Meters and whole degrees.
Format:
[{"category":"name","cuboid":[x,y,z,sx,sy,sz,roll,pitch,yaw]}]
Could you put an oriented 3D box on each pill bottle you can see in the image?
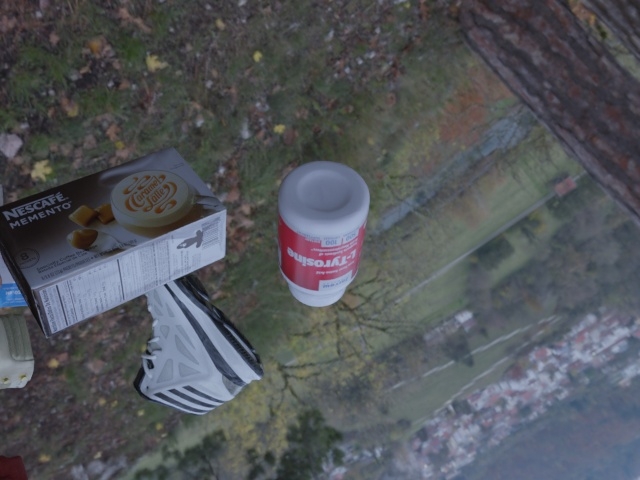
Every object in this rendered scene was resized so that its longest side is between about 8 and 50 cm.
[{"category":"pill bottle","cuboid":[0.000,0.000,1.770,0.229,0.229,0.407,-19,146,-17]}]

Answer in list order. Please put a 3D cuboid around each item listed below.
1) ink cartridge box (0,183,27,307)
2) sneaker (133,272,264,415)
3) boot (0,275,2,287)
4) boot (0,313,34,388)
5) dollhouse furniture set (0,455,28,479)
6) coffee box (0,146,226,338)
[{"category":"ink cartridge box","cuboid":[-0.459,0.003,1.011,0.062,0.181,0.104,-3,-174,-18]},{"category":"sneaker","cuboid":[-0.355,0.197,1.450,0.257,0.447,0.169,-39,180,2]},{"category":"boot","cuboid":[-0.465,-0.036,0.795,0.109,0.220,0.283,-17,150,-50]},{"category":"boot","cuboid":[-0.536,0.229,0.981,0.095,0.261,0.203,-17,161,33]},{"category":"dollhouse furniture set","cuboid":[-0.452,0.363,0.607,0.374,0.152,0.201,-9,131,-26]},{"category":"coffee box","cuboid":[-0.259,-0.006,0.828,0.247,0.141,0.098,-25,146,-29]}]
